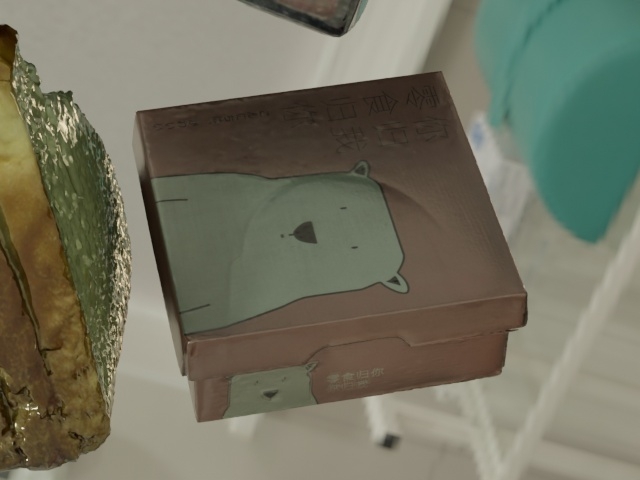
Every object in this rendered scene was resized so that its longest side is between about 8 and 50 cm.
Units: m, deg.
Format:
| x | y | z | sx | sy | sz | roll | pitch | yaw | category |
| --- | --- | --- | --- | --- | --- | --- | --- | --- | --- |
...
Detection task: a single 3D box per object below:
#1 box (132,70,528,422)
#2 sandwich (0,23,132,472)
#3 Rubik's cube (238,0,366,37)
| x | y | z | sx | sy | sz | roll | pitch | yaw | category |
| --- | --- | --- | --- | --- | --- | --- | --- | --- | --- |
| 0.000 | 0.000 | 1.204 | 0.086 | 0.215 | 0.215 | 92 | 166 | -46 | box |
| -0.185 | -0.031 | 1.149 | 0.288 | 0.100 | 0.254 | -93 | -13 | -65 | sandwich |
| -0.067 | -0.368 | 1.385 | 0.337 | 0.344 | 0.343 | -61 | -5 | -78 | Rubik's cube |
